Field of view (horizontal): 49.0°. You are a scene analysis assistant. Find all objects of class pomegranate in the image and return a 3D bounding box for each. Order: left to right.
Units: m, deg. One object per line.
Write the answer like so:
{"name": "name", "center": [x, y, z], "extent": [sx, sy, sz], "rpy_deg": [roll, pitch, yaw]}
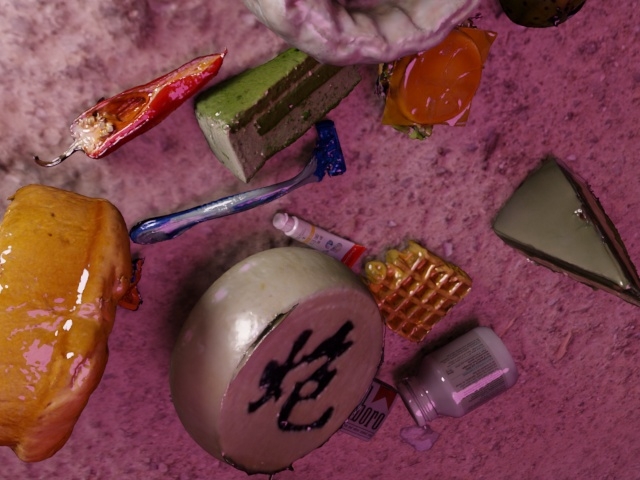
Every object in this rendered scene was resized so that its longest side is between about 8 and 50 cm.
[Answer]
{"name": "pomegranate", "center": [0.298, -0.360, 0.941], "extent": [0.122, 0.122, 0.162], "rpy_deg": [-3, 88, -26]}

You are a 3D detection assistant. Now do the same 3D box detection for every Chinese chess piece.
{"name": "Chinese chess piece", "center": [-0.057, 0.183, 1.071], "extent": [0.349, 0.146, 0.350], "rpy_deg": [-26, 131, -33]}

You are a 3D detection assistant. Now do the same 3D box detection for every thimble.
{"name": "thimble", "center": [0.035, -0.341, 0.749], "extent": [0.291, 0.195, 0.292], "rpy_deg": [-14, 125, -21]}

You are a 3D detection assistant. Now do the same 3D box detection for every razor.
{"name": "razor", "center": [-0.111, -0.061, 0.978], "extent": [0.324, 0.056, 0.093], "rpy_deg": [-25, 133, -8]}

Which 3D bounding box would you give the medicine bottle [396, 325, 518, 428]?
{"name": "medicine bottle", "center": [0.262, 0.270, 1.367], "extent": [0.215, 0.135, 0.135], "rpy_deg": [-29, 132, -5]}

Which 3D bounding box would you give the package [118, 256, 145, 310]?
{"name": "package", "center": [-0.285, 0.062, 0.993], "extent": [0.077, 0.033, 0.111], "rpy_deg": [-1, 129, -39]}

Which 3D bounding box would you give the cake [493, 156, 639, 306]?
{"name": "cake", "center": [0.422, 0.032, 1.189], "extent": [0.158, 0.284, 0.172], "rpy_deg": [26, 126, -38]}

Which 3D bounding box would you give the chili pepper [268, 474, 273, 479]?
{"name": "chili pepper", "center": [-0.022, 0.336, 1.306], "extent": [0.279, 0.065, 0.122], "rpy_deg": [-42, 115, -10]}

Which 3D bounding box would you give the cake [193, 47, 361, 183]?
{"name": "cake", "center": [-0.037, -0.176, 0.901], "extent": [0.235, 0.099, 0.100], "rpy_deg": [-29, 134, -7]}

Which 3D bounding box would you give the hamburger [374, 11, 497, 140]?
{"name": "hamburger", "center": [0.145, -0.231, 0.957], "extent": [0.164, 0.093, 0.190], "rpy_deg": [8, 118, -29]}

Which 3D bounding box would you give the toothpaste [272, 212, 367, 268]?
{"name": "toothpaste", "center": [0.000, 0.000, 1.099], "extent": [0.190, 0.031, 0.048], "rpy_deg": [26, 106, -42]}

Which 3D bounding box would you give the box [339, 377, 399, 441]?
{"name": "box", "center": [0.058, 0.294, 1.282], "extent": [0.177, 0.036, 0.115], "rpy_deg": [33, 89, -40]}

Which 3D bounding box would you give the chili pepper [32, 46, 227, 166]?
{"name": "chili pepper", "center": [-0.225, -0.157, 0.853], "extent": [0.268, 0.059, 0.050], "rpy_deg": [-33, 171, -5]}

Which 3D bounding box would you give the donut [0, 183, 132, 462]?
{"name": "donut", "center": [-0.335, 0.092, 0.831], "extent": [0.150, 0.299, 0.318], "rpy_deg": [18, 82, -24]}

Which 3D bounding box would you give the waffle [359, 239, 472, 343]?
{"name": "waffle", "center": [0.152, 0.082, 1.223], "extent": [0.210, 0.055, 0.160], "rpy_deg": [31, 107, -39]}
